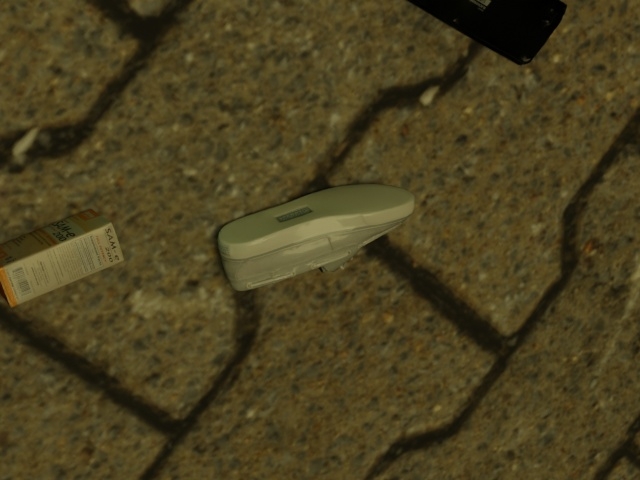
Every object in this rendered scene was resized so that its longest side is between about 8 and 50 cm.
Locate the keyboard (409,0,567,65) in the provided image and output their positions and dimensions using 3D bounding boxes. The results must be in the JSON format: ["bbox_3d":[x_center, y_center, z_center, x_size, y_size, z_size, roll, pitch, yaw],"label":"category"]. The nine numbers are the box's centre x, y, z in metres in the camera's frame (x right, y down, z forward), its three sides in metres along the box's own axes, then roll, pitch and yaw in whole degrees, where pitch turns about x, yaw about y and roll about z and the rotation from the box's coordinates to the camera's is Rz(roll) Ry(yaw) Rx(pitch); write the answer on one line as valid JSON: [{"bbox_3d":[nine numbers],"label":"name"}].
[{"bbox_3d":[0.144,-0.242,1.170,0.192,0.038,0.100,24,115,-31],"label":"keyboard"}]

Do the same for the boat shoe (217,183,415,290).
[{"bbox_3d":[0.000,0.000,1.139,0.184,0.066,0.063,-19,122,-22],"label":"boat shoe"}]

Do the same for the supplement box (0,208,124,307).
[{"bbox_3d":[-0.216,0.012,1.032,0.098,0.062,0.036,-24,112,-20],"label":"supplement box"}]
